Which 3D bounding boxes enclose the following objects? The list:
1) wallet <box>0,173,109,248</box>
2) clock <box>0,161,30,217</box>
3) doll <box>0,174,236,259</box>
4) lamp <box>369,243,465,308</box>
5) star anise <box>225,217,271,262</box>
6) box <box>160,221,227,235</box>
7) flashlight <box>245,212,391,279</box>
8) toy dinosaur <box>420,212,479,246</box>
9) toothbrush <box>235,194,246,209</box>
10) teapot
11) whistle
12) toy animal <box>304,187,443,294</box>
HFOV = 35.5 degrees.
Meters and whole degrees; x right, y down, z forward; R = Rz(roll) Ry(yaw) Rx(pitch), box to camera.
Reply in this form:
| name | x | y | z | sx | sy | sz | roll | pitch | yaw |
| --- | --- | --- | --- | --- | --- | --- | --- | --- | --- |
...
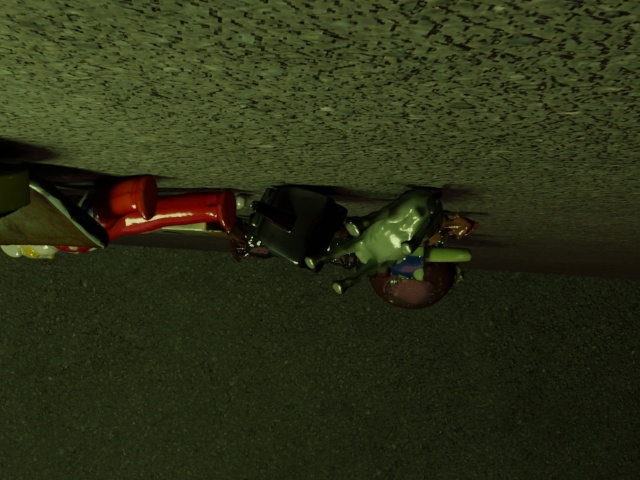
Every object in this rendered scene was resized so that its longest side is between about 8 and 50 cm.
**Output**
| name | x | y | z | sx | sy | sz | roll | pitch | yaw |
| --- | --- | --- | --- | --- | --- | --- | --- | --- | --- |
| wallet | -0.372 | -0.037 | 1.166 | 0.255 | 0.031 | 0.137 | 1 | 141 | 35 |
| clock | -0.422 | -0.061 | 0.950 | 0.277 | 0.071 | 0.293 | -9 | -165 | -43 |
| doll | -0.291 | -0.029 | 1.278 | 0.383 | 0.099 | 0.188 | -4 | 173 | 43 |
| lamp | 0.166 | 0.049 | 1.826 | 0.157 | 0.135 | 0.156 | 34 | 129 | -28 |
| star anise | -0.106 | 0.002 | 1.680 | 0.097 | 0.070 | 0.191 | -7 | 158 | -4 |
| box | -0.266 | -0.030 | 1.701 | 0.247 | 0.033 | 0.129 | 3 | 176 | 12 |
| flashlight | 0.000 | 0.000 | 1.531 | 0.231 | 0.093 | 0.093 | 9 | 177 | -2 |
| toy dinosaur | 0.140 | -0.016 | 1.344 | 0.154 | 0.049 | 0.055 | -5 | 176 | 34 |
| toothbrush | -0.122 | -0.046 | 1.381 | 0.024 | 0.018 | 0.257 | 11 | 176 | -10 |
| teapot | -0.036 | -0.022 | 1.169 | 0.096 | 0.087 | 0.177 | 24 | -179 | 14 |
| whistle | 0.142 | 0.023 | 1.700 | 0.227 | 0.085 | 0.105 | 3 | -174 | 6 |
| toy animal | 0.079 | -0.012 | 1.110 | 0.176 | 0.073 | 0.217 | -35 | -179 | -36 |
